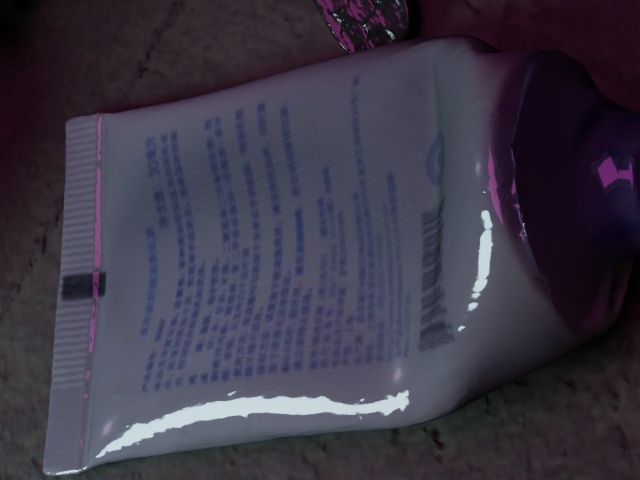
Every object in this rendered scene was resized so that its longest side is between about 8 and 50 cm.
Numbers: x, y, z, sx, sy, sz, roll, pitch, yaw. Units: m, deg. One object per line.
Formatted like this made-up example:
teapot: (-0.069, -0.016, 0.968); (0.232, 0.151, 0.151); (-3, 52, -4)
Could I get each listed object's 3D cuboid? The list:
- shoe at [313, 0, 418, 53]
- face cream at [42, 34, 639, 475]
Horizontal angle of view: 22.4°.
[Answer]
shoe: (0.012, -0.191, 0.988); (0.071, 0.049, 0.179); (-28, 83, 25)
face cream: (0.000, 0.000, 0.904); (0.420, 0.137, 0.235); (-11, 71, 34)
